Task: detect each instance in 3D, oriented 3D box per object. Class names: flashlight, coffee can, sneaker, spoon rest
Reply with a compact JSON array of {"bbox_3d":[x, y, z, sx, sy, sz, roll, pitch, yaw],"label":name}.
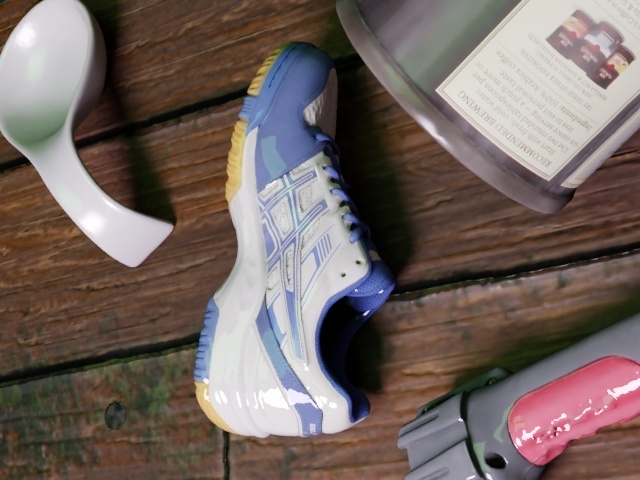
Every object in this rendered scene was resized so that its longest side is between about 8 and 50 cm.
[{"bbox_3d":[0.186,0.099,0.962,0.304,0.103,0.103,-32,90,31],"label":"flashlight"},{"bbox_3d":[0.175,-0.182,0.979,0.275,0.201,0.201,-46,54,20],"label":"coffee can"},{"bbox_3d":[0.000,0.000,1.153,0.131,0.112,0.296,4,81,22],"label":"sneaker"},{"bbox_3d":[-0.217,-0.103,1.355,0.137,0.084,0.276,-45,55,21],"label":"spoon rest"}]
